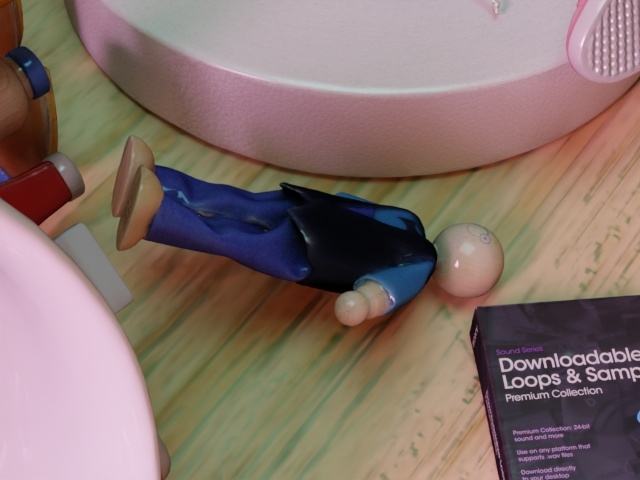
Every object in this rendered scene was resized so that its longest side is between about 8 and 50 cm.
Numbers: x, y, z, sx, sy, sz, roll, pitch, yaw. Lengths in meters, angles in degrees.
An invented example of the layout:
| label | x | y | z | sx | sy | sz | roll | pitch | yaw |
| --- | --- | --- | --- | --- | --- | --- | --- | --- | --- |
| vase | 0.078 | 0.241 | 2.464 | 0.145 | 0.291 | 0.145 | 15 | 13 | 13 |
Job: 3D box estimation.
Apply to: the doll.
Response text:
| label | x | y | z | sx | sy | sz | roll | pitch | yaw |
| --- | --- | --- | --- | --- | --- | --- | --- | --- | --- |
| doll | 0.000 | 0.000 | 0.569 | 0.189 | 0.046 | 0.129 | 11 | 23 | -19 |

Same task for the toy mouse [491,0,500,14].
| label | x | y | z | sx | sy | sz | roll | pitch | yaw |
| --- | --- | --- | --- | --- | --- | --- | --- | --- | --- |
| toy mouse | 0.061 | -0.177 | 0.647 | 0.161 | 0.031 | 0.143 | -18 | 56 | -14 |

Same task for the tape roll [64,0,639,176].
| label | x | y | z | sx | sy | sz | roll | pitch | yaw |
| --- | --- | --- | --- | --- | --- | --- | --- | --- | --- |
| tape roll | 0.029 | -0.207 | 0.732 | 0.392 | 0.072 | 0.392 | 0 | 53 | 0 |

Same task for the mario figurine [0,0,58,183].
| label | x | y | z | sx | sy | sz | roll | pitch | yaw |
| --- | --- | --- | --- | --- | --- | --- | --- | --- | --- |
| mario figurine | -0.291 | -0.069 | 0.559 | 0.321 | 0.170 | 0.198 | -14 | 21 | -20 |

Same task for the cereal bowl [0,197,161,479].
| label | x | y | z | sx | sy | sz | roll | pitch | yaw |
| --- | --- | --- | --- | --- | --- | --- | --- | --- | --- |
| cereal bowl | -0.224 | 0.103 | 0.358 | 0.339 | 0.339 | 0.141 | -36 | 41 | -24 |

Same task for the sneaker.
| label | x | y | z | sx | sy | sz | roll | pitch | yaw |
| --- | --- | --- | --- | --- | --- | --- | --- | --- | --- |
| sneaker | 0.155 | -0.136 | 0.614 | 0.134 | 0.051 | 0.070 | -54 | 34 | -10 |

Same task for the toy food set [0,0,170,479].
| label | x | y | z | sx | sy | sz | roll | pitch | yaw |
| --- | --- | --- | --- | --- | --- | --- | --- | --- | --- |
| toy food set | -0.123 | -0.002 | 0.521 | 0.104 | 0.111 | 0.232 | -37 | 100 | -26 |

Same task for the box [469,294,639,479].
| label | x | y | z | sx | sy | sz | roll | pitch | yaw |
| --- | --- | --- | --- | --- | --- | --- | --- | --- | --- |
| box | 0.136 | 0.097 | 0.536 | 0.116 | 0.029 | 0.162 | -4 | 53 | -4 |
